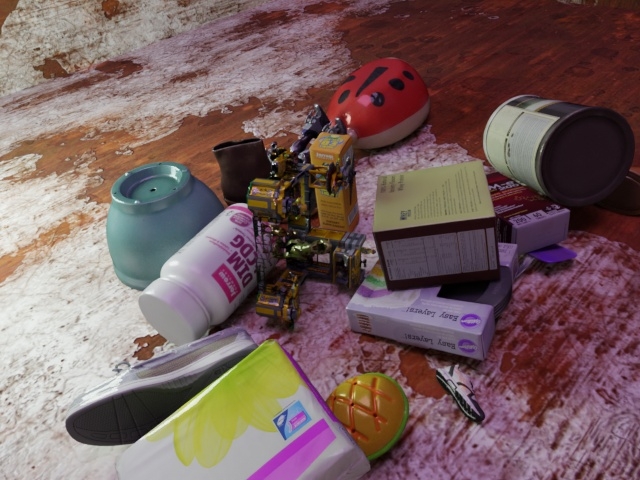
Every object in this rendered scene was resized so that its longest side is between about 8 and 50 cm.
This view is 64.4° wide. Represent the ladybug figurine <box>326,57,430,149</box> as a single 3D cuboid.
[{"bbox_3d":[0.176,-0.432,1.559,0.304,0.162,0.449,10,42,21],"label":"ladybug figurine"}]

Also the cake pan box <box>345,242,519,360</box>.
[{"bbox_3d":[0.217,0.090,0.947,0.266,0.070,0.246,8,42,34],"label":"cake pan box"}]

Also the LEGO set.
[{"bbox_3d":[0.000,0.000,0.959,0.192,0.332,0.255,8,21,17],"label":"LEGO set"}]

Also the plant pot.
[{"bbox_3d":[-0.357,-0.054,1.157,0.292,0.196,0.293,-5,39,4],"label":"plant pot"}]

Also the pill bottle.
[{"bbox_3d":[-0.210,0.065,1.010,0.160,0.161,0.283,15,45,27],"label":"pill bottle"}]

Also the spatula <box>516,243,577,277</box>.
[{"bbox_3d":[0.377,0.066,1.002,0.296,0.030,0.084,-26,28,-16],"label":"spatula"}]

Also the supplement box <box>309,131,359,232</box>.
[{"bbox_3d":[0.034,-0.120,1.136,0.078,0.234,0.080,11,42,23],"label":"supplement box"}]

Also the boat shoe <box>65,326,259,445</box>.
[{"bbox_3d":[-0.254,0.235,0.849,0.320,0.118,0.103,-21,34,-22],"label":"boat shoe"}]

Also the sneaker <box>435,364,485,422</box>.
[{"bbox_3d":[0.230,0.238,0.810,0.043,0.040,0.109,-18,40,-15],"label":"sneaker"}]

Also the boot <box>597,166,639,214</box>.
[{"bbox_3d":[0.759,-0.148,1.152,0.283,0.109,0.220,9,33,37],"label":"boot"}]

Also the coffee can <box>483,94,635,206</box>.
[{"bbox_3d":[0.513,-0.210,1.135,0.201,0.202,0.275,-11,22,-3],"label":"coffee can"}]

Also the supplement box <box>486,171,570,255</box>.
[{"bbox_3d":[0.403,-0.066,1.107,0.130,0.073,0.239,-16,31,-13],"label":"supplement box"}]

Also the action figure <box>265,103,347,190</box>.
[{"bbox_3d":[-0.061,-0.232,1.373,0.185,0.099,0.285,31,71,34],"label":"action figure"}]

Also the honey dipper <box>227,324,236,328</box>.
[{"bbox_3d":[-0.215,0.215,0.931,0.030,0.031,0.160,28,54,37],"label":"honey dipper"}]

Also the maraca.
[{"bbox_3d":[0.046,0.274,0.757,0.185,0.099,0.127,-35,41,-4],"label":"maraca"}]

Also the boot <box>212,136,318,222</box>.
[{"bbox_3d":[-0.121,-0.146,1.218,0.248,0.207,0.090,-5,39,4],"label":"boot"}]

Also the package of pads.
[{"bbox_3d":[-0.117,0.302,0.690,0.296,0.101,0.229,-38,44,-9],"label":"package of pads"}]

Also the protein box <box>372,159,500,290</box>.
[{"bbox_3d":[0.212,-0.030,0.941,0.201,0.136,0.200,-7,34,15],"label":"protein box"}]
